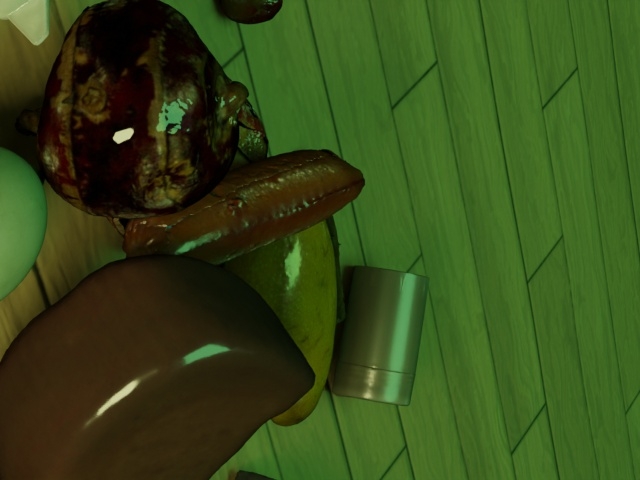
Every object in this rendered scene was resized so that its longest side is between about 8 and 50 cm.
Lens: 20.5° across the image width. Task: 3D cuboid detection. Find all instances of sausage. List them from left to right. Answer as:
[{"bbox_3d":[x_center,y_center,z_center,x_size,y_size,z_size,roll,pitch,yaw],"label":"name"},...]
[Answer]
[{"bbox_3d":[-0.082,-0.033,1.934,0.330,0.102,0.102,-22,116,-44],"label":"sausage"}]

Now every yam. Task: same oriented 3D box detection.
[{"bbox_3d":[0.000,0.000,2.303,0.057,0.056,0.241,-38,127,-48],"label":"yam"}]

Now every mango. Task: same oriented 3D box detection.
[{"bbox_3d":[-0.050,0.076,2.184,0.177,0.120,0.295,-28,123,-62],"label":"mango"}]

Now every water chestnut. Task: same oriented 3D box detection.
[{"bbox_3d":[-0.199,-0.126,1.770,0.223,0.238,0.224,8,90,-73],"label":"water chestnut"}]

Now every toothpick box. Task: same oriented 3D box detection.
[{"bbox_3d":[0.083,0.131,2.417,0.111,0.111,0.181,15,84,-59],"label":"toothpick box"}]

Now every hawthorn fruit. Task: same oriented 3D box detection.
[{"bbox_3d":[-0.080,-0.287,2.085,0.077,0.077,0.077,-21,115,-55],"label":"hawthorn fruit"}]

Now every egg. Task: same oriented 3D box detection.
[{"bbox_3d":[-0.336,-0.011,1.662,0.192,0.149,0.149,-59,143,-43],"label":"egg"}]

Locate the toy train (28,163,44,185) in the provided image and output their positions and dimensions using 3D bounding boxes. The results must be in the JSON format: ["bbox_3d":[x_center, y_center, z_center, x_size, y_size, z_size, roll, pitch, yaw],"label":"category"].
[{"bbox_3d":[-0.313,-0.037,1.782,0.038,0.056,0.093,35,65,-51],"label":"toy train"}]

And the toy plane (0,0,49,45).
[{"bbox_3d":[-0.236,-0.309,1.728,0.244,0.117,0.245,-38,159,-17],"label":"toy plane"}]

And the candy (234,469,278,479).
[{"bbox_3d":[-0.015,0.372,2.338,0.312,0.088,0.061,38,69,-55],"label":"candy"}]

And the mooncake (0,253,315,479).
[{"bbox_3d":[-0.176,0.156,1.822,0.333,0.174,0.326,-16,141,-29],"label":"mooncake"}]

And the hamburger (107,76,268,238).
[{"bbox_3d":[-0.158,-0.086,1.980,0.231,0.106,0.231,-31,127,-51],"label":"hamburger"}]
